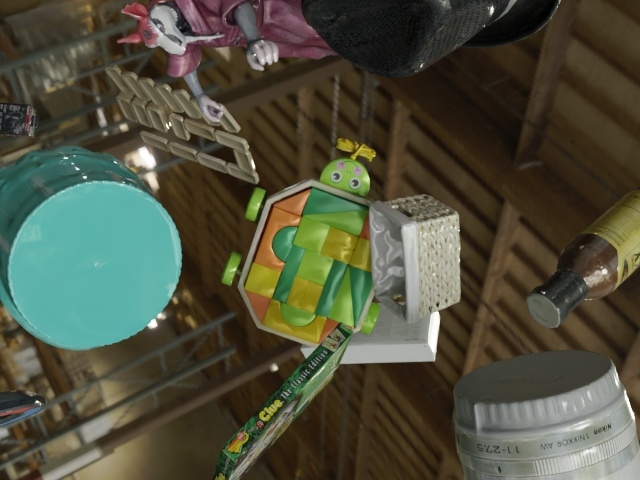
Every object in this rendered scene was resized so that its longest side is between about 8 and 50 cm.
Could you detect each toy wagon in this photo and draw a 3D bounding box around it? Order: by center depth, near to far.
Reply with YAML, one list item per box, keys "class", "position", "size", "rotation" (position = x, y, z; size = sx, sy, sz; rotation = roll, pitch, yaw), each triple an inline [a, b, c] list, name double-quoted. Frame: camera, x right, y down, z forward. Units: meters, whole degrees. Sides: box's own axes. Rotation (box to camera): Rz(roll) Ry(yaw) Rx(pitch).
- class: "toy wagon"
  position: [0.000, 0.000, 1.528]
  size: [0.068, 0.267, 0.344]
  rotation: [-85, -165, -77]

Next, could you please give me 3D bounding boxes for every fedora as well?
- class: "fedora"
  position: [0.087, -0.275, 0.996]
  size: [0.334, 0.152, 0.334]
  rotation: [31, -17, 11]

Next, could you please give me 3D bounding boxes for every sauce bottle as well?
- class: "sauce bottle"
  position: [0.481, 0.027, 1.581]
  size: [0.111, 0.344, 0.111]
  rotation: [39, -30, 28]

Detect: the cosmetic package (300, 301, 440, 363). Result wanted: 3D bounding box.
- class: "cosmetic package"
  position: [0.091, 0.169, 1.681]
  size: [0.239, 0.099, 0.060]
  rotation: [-4, -45, 21]

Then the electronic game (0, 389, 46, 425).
- class: "electronic game"
  position: [-0.506, 0.262, 1.319]
  size: [0.229, 0.229, 0.048]
  rotation: [137, -63, -67]

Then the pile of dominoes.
- class: "pile of dominoes"
  position: [-0.216, -0.198, 1.502]
  size: [0.251, 0.040, 0.196]
  rotation: [21, -26, 18]

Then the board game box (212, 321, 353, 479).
- class: "board game box"
  position: [-0.052, 0.232, 1.277]
  size: [0.030, 0.259, 0.136]
  rotation: [35, -37, 15]

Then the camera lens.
- class: "camera lens"
  position: [0.290, 0.297, 1.153]
  size: [0.219, 0.219, 0.274]
  rotation: [0, -75, 66]

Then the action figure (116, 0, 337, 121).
- class: "action figure"
  position: [-0.110, -0.322, 1.257]
  size: [0.248, 0.370, 0.276]
  rotation: [-18, -96, 48]

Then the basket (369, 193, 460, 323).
- class: "basket"
  position: [0.145, 0.022, 1.406]
  size: [0.113, 0.103, 0.167]
  rotation: [39, -40, 56]

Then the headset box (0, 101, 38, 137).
- class: "headset box"
  position: [-0.590, -0.233, 1.797]
  size: [0.032, 0.083, 0.062]
  rotation: [50, 44, -88]

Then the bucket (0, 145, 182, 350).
- class: "bucket"
  position: [-0.341, 0.011, 1.324]
  size: [0.183, 0.281, 0.281]
  rotation: [33, -38, 58]
